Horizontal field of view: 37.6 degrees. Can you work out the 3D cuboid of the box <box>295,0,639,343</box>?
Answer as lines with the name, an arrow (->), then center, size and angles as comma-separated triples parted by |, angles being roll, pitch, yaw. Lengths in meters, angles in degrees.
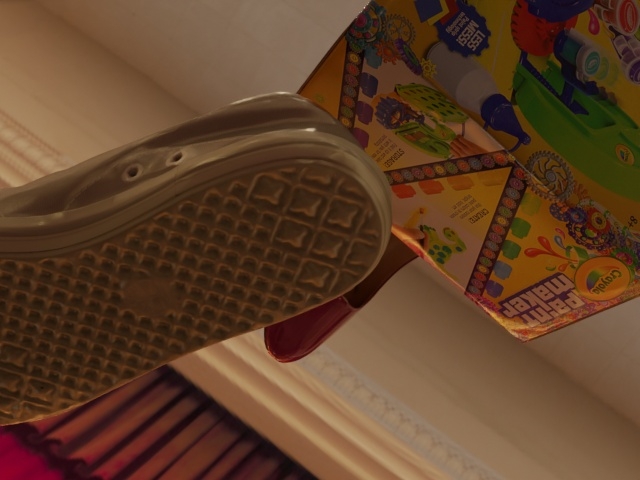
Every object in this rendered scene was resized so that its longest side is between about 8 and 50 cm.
box -> 0.171, -0.127, 0.765 | 0.279, 0.290, 0.177 | 40, -30, -5

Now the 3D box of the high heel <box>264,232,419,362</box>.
high heel -> 0.091, -0.006, 1.047 | 0.181, 0.377, 0.127 | 18, -22, 44

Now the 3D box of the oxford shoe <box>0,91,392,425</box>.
oxford shoe -> -0.166, 0.015, 0.653 | 0.450, 0.130, 0.169 | -18, -57, 12
